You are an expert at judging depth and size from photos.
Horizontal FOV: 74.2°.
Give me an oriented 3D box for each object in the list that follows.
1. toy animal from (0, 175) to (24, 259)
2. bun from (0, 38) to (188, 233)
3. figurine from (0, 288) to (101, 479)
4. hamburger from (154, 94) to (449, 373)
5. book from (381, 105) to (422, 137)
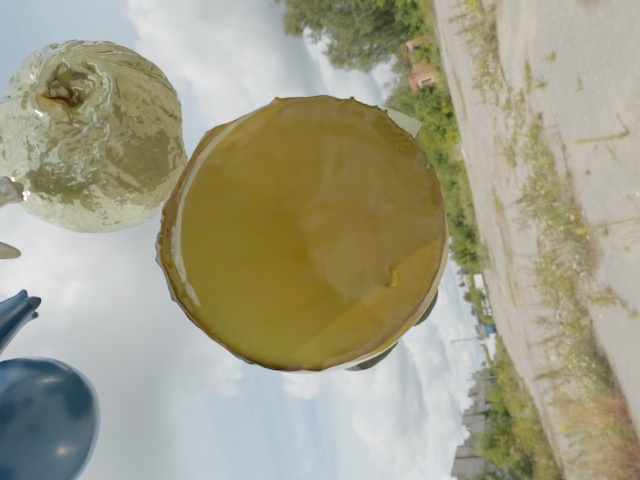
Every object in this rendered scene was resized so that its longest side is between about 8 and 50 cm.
[{"bbox_3d":[-0.562,0.013,0.590,0.282,0.138,0.140,-32,-79,-47],"label":"toy animal"},{"bbox_3d":[-0.417,-0.193,0.764,0.348,0.353,0.227,54,171,5],"label":"bun"},{"bbox_3d":[-0.435,0.191,0.439,0.243,0.417,0.297,111,158,-67],"label":"figurine"},{"bbox_3d":[0.000,0.000,0.641,0.277,0.396,0.395,52,-152,-80],"label":"hamburger"},{"bbox_3d":[0.154,-0.225,1.009,0.013,0.167,0.192,15,-159,-25],"label":"book"}]
